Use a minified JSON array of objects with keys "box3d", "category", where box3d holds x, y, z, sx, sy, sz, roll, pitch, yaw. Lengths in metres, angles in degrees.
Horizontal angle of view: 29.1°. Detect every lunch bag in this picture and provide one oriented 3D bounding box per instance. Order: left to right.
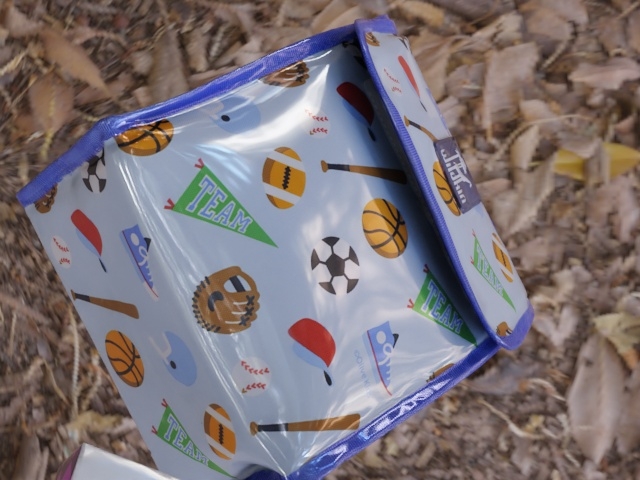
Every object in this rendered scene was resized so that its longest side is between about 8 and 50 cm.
[{"box3d":[0.000,0.000,1.067,0.385,0.239,0.328,-26,92,-38],"category":"lunch bag"}]

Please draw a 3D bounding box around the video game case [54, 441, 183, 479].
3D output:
[{"box3d":[-0.028,0.215,0.436,0.210,0.042,0.232,24,57,-15],"category":"video game case"}]
